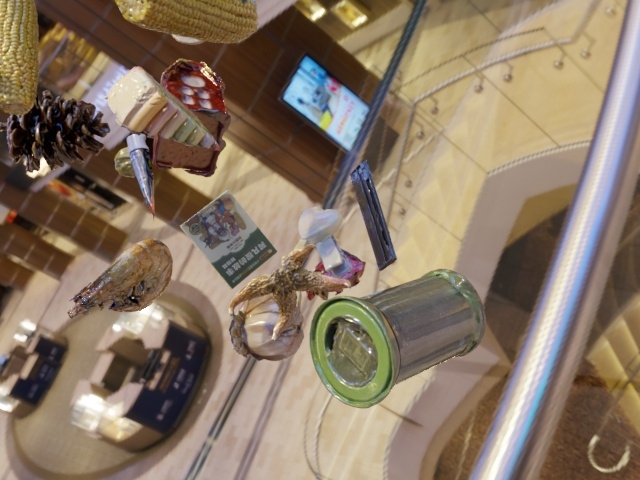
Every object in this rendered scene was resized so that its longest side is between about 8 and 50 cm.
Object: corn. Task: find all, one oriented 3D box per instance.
[{"bbox_3d":[-0.641,-0.410,1.483,0.101,0.101,0.311,-25,70,46],"label":"corn"},{"bbox_3d":[-0.303,-0.545,1.672,0.144,0.387,0.144,10,105,39],"label":"corn"}]

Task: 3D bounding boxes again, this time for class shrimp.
[{"bbox_3d":[-0.415,0.104,1.496,0.063,0.152,0.287,16,39,30],"label":"shrimp"}]

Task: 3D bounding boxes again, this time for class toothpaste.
[{"bbox_3d":[-0.390,-0.142,1.569,0.071,0.045,0.194,114,142,-67],"label":"toothpaste"}]

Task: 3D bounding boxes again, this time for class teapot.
[{"bbox_3d":[0.155,0.193,1.360,0.200,0.337,0.270,43,127,30],"label":"teapot"}]

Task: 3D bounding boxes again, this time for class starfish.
[{"bbox_3d":[-0.071,0.112,1.504,0.247,0.138,0.050,-36,8,14],"label":"starfish"}]

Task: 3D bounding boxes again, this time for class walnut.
[{"bbox_3d":[-0.527,-0.218,1.958,0.092,0.092,0.092,-40,31,30],"label":"walnut"}]

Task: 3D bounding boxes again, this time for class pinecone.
[{"bbox_3d":[-0.756,-0.307,2.014,0.244,0.309,0.244,3,-90,-89],"label":"pinecone"}]

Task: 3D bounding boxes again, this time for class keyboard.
[{"bbox_3d":[0.119,-0.058,1.617,0.087,0.017,0.251,-46,56,59],"label":"keyboard"}]

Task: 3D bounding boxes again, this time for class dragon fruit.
[{"bbox_3d":[0.035,0.099,1.997,0.192,0.123,0.092,-23,3,-23],"label":"dragon fruit"}]

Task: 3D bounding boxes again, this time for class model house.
[{"bbox_3d":[-0.325,-0.312,1.719,0.254,0.160,0.196,-108,31,-43],"label":"model house"}]

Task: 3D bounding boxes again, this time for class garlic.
[{"bbox_3d":[-0.135,0.201,1.742,0.257,0.207,0.207,123,168,-65],"label":"garlic"}]

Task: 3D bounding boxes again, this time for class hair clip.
[{"bbox_3d":[-0.003,0.000,1.803,0.159,0.071,0.218,-27,52,1],"label":"hair clip"}]

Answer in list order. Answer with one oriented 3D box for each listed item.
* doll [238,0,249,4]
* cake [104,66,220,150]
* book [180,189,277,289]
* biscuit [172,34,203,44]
[{"bbox_3d":[-0.165,-0.579,1.600,0.076,0.050,0.083,-56,10,-9],"label":"doll"},{"bbox_3d":[-0.273,-0.240,1.304,0.109,0.225,0.090,48,113,32],"label":"cake"},{"bbox_3d":[-0.297,-0.004,2.303,0.202,0.264,0.027,-40,6,-19],"label":"book"},{"bbox_3d":[-0.388,-0.622,2.095,0.015,0.120,0.120,109,174,-53],"label":"biscuit"}]
